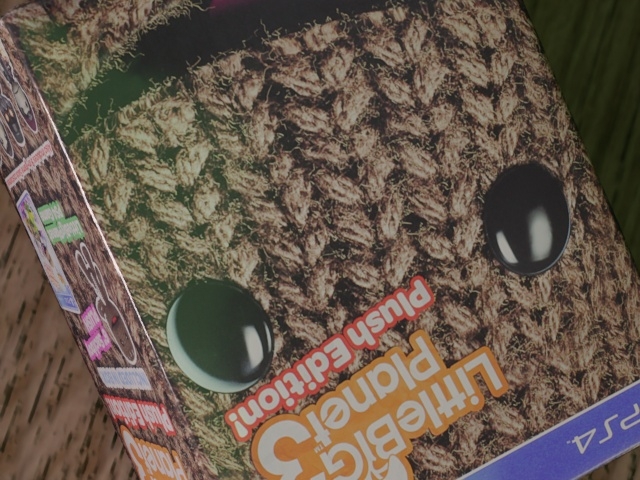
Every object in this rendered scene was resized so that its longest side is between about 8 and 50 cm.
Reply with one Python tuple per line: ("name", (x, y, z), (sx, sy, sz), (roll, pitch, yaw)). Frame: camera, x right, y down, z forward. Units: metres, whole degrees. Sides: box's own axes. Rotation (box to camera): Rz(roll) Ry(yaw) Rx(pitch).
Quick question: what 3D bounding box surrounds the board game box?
("board game box", (0.000, 0.000, 0.745), (0.232, 0.141, 0.291), (-26, 94, -20))
